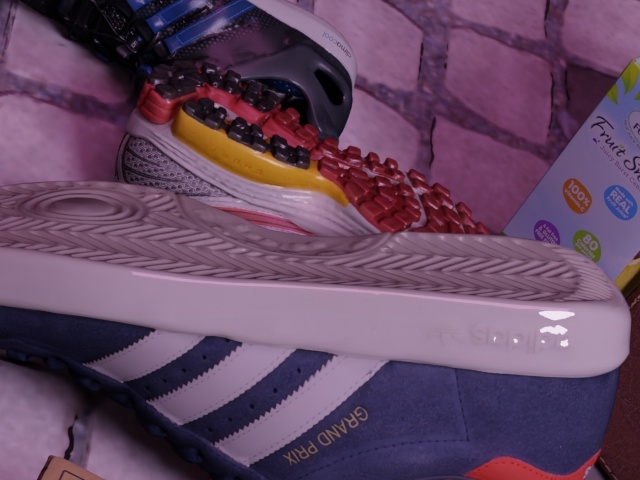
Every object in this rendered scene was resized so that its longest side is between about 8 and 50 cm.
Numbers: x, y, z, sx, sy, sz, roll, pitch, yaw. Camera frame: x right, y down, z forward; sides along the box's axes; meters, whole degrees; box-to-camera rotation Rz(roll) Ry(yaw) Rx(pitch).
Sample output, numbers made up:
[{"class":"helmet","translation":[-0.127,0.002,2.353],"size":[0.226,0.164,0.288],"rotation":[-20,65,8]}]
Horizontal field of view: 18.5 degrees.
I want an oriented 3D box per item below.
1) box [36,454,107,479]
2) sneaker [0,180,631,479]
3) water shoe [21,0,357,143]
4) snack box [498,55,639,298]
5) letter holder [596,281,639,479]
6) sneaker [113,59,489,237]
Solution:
[{"class":"box","translation":[-0.048,0.192,0.773],"size":[0.201,0.021,0.164],"rotation":[28,46,-6]},{"class":"sneaker","translation":[-0.042,0.067,0.887],"size":[0.350,0.148,0.131],"rotation":[9,19,6]},{"class":"water shoe","translation":[-0.074,-0.104,1.029],"size":[0.203,0.073,0.080],"rotation":[19,50,-13]},{"class":"snack box","translation":[0.181,-0.033,1.016],"size":[0.174,0.207,0.070],"rotation":[-28,71,-41]},{"class":"letter holder","translation":[0.291,0.115,0.951],"size":[0.152,0.214,0.302],"rotation":[-18,65,-37]},{"class":"sneaker","translation":[0.000,0.000,0.978],"size":[0.225,0.092,0.088],"rotation":[30,26,0]}]
